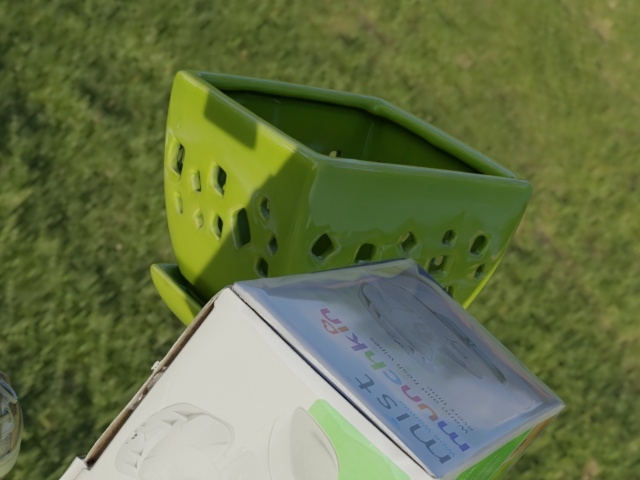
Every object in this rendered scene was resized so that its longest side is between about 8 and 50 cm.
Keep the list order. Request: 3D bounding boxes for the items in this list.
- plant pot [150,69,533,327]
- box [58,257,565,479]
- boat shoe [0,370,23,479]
[{"bbox_3d":[0.000,0.000,1.225,0.228,0.207,0.227,3,20,-36],"label":"plant pot"},{"bbox_3d":[-0.033,0.144,0.724,0.127,0.262,0.231,42,15,14],"label":"box"},{"bbox_3d":[-0.148,0.066,0.567,0.056,0.048,0.153,14,11,7],"label":"boat shoe"}]
